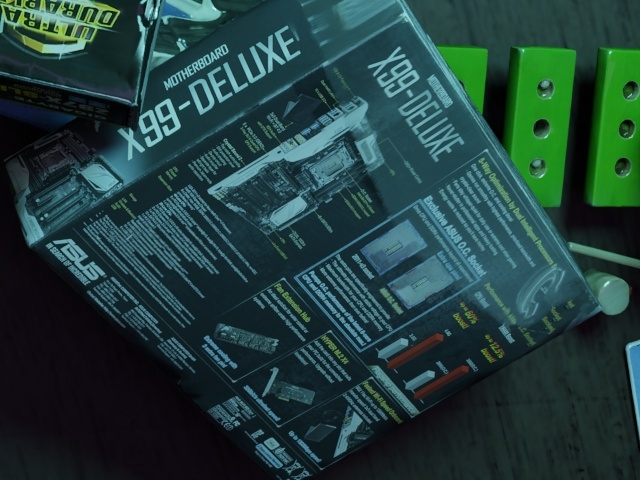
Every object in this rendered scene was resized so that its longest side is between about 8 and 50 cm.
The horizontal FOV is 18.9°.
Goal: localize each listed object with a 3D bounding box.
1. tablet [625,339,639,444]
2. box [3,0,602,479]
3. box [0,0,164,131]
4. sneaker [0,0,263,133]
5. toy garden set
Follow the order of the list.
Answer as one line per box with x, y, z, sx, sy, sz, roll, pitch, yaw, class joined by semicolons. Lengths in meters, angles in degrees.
0.251;0.108;1.398;0.054;0.006;0.083;-15;105;-18;tablet
0.000;0.000;1.142;0.242;0.076;0.307;-32;136;9;box
-0.224;-0.219;0.997;0.322;0.079;0.257;12;82;-6;box
-0.081;-0.092;1.187;0.330;0.129;0.147;19;137;-37;sneaker
0.164;-0.033;1.320;0.244;0.049;0.203;-1;102;-25;toy garden set
